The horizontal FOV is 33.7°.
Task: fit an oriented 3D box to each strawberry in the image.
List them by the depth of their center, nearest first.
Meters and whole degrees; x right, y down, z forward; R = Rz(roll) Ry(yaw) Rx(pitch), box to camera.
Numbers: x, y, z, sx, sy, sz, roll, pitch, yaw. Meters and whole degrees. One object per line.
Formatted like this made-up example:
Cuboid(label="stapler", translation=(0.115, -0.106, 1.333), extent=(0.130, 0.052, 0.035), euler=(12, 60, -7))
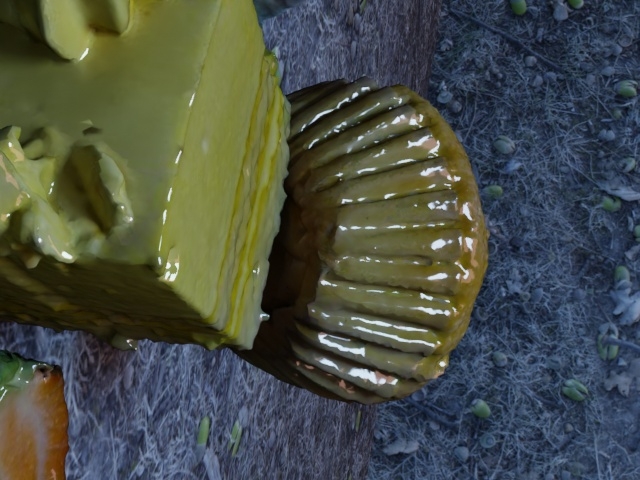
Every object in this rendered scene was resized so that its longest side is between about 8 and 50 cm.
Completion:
Cuboid(label="strawberry", translation=(-0.232, 0.143, 0.721), extent=(0.192, 0.085, 0.140), euler=(70, 29, -62))

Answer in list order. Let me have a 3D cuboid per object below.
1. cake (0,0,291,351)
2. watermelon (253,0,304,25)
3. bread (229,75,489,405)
Cuboid(label="cake", translation=(-0.157, -0.071, 0.646), extent=(0.286, 0.222, 0.227), euler=(56, 41, -68))
Cuboid(label="watermelon", translation=(-0.024, -0.317, 0.830), extent=(0.151, 0.302, 0.264), euler=(46, 55, -57))
Cuboid(label="bread", translation=(0.000, 0.000, 0.831), extent=(0.149, 0.274, 0.274), euler=(-3, 102, -43))
